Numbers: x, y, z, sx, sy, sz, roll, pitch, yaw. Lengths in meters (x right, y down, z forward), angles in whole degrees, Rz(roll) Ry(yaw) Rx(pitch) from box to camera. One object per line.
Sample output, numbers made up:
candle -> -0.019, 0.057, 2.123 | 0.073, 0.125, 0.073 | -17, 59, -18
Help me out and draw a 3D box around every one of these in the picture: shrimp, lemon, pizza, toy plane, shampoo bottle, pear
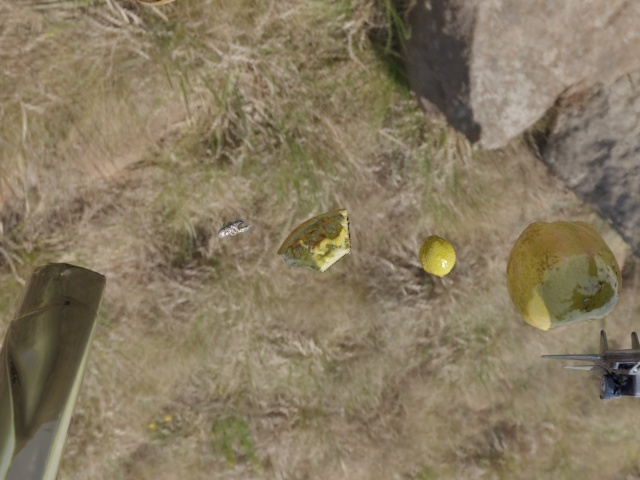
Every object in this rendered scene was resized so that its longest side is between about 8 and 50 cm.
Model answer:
shrimp -> -0.207, -0.031, 1.975 | 0.092, 0.038, 0.029 | -14, 137, -35
lemon -> 0.210, 0.030, 1.501 | 0.065, 0.065, 0.092 | -21, 123, -3
pizza -> 0.000, 0.000, 1.505 | 0.160, 0.099, 0.035 | -34, 150, -19
toy plane -> 0.396, 0.157, 1.007 | 0.212, 0.088, 0.267 | 3, 176, 2
shampoo bottle -> -0.273, 0.181, 0.757 | 0.084, 0.350, 0.126 | 25, 144, -26
pear -> 0.367, 0.048, 1.273 | 0.178, 0.178, 0.178 | -14, 141, -12

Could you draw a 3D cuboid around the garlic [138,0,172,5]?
garlic -> -0.219, -0.386, 1.103 | 0.115, 0.206, 0.128 | -17, 168, -37
